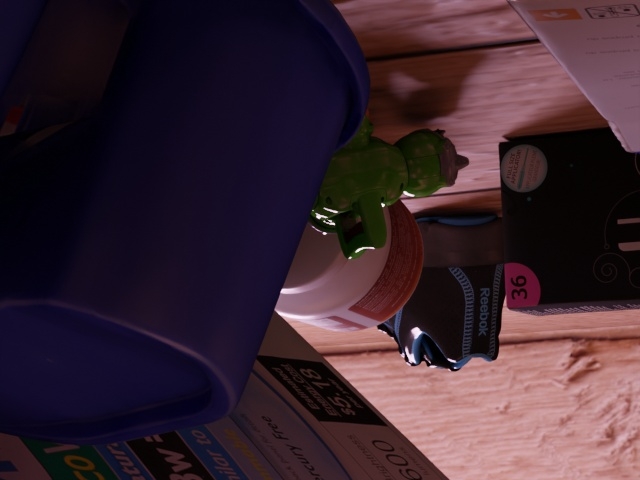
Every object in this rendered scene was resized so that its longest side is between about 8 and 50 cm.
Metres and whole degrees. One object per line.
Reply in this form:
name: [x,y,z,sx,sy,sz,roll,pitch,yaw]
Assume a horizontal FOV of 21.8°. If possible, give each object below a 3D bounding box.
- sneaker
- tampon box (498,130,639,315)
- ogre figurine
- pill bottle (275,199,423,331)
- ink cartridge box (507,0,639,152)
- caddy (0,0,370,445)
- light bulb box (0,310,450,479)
sneaker: [0.087,0.062,1.630,0.125,0.140,0.341,-2,174,-13]
tampon box: [0.216,-0.012,1.172,0.161,0.120,0.101,-5,172,20]
ogre figurine: [0.008,-0.038,1.022,0.197,0.097,0.118,9,177,-24]
pill bottle: [0.000,0.000,1.204,0.121,0.121,0.216,-4,172,12]
ink cartridge box: [0.251,-0.108,0.690,0.303,0.072,0.307,-6,173,18]
caddy: [-0.130,-0.044,0.645,0.241,0.179,0.341,24,160,-22]
light bulb box: [-0.173,0.139,0.954,0.361,0.225,0.358,9,-155,-48]
